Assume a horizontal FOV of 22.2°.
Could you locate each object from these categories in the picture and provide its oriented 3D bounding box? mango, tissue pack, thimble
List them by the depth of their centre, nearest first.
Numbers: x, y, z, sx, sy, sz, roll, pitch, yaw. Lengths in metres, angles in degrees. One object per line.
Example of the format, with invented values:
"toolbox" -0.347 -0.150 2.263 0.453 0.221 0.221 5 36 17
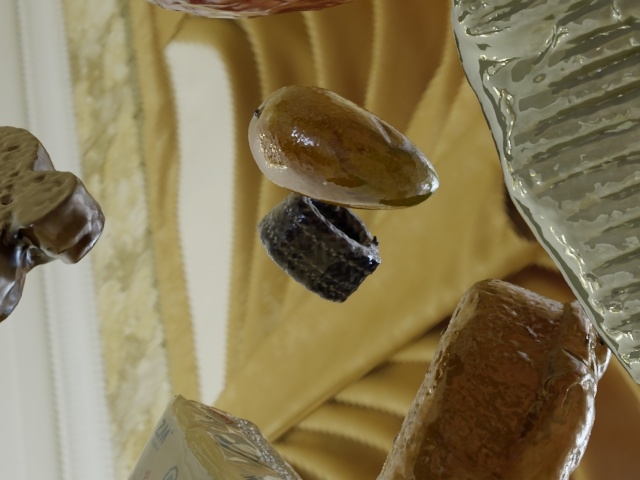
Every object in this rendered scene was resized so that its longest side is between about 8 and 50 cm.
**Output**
"tissue pack" -0.083 0.215 1.182 0.092 0.148 0.196 27 -176 -23
"mango" 0.012 -0.071 1.324 0.115 0.089 0.165 18 -171 -47
"thimble" -0.002 -0.002 1.456 0.104 0.066 0.095 37 -162 -26

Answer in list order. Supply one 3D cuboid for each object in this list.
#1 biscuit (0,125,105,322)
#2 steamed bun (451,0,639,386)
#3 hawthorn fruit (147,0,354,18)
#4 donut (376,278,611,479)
"biscuit" -0.298 0.037 1.078 0.394 0.350 0.070 -70 -38 -60
"steamed bun" 0.268 -0.104 0.897 0.255 0.342 0.368 -24 -85 -47
"hawthorn fruit" -0.016 -0.161 0.458 0.205 0.205 0.253 52 -171 4
"donut" 0.144 0.194 1.484 0.150 0.299 0.317 23 -138 3
